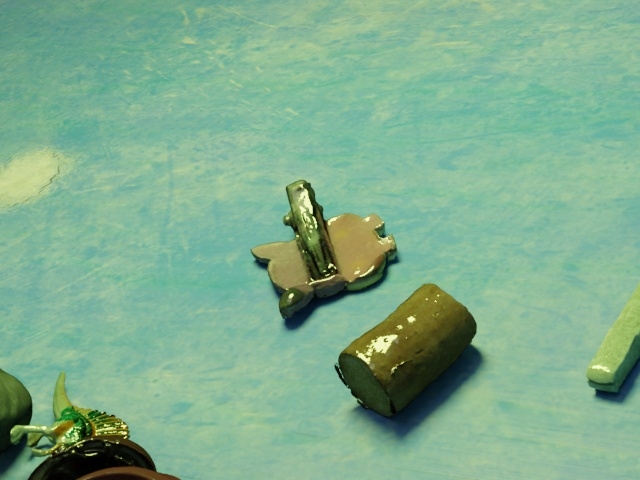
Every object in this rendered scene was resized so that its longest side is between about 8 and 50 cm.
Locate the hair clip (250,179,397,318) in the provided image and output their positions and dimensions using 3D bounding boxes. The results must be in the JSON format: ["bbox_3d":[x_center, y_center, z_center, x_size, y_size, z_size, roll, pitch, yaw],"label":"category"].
[{"bbox_3d":[0.002,0.006,1.557,0.146,0.056,0.187,-21,41,-5],"label":"hair clip"}]

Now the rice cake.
[{"bbox_3d":[0.288,0.076,1.310,0.033,0.029,0.171,4,40,38],"label":"rice cake"}]

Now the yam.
[{"bbox_3d":[0.082,0.100,1.339,0.127,0.084,0.084,-41,38,-25],"label":"yam"}]

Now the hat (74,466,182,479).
[{"bbox_3d":[-0.174,0.282,1.194,0.205,0.089,0.205,-11,42,10],"label":"hat"}]

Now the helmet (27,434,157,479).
[{"bbox_3d":[-0.205,0.224,1.302,0.123,0.098,0.070,-19,4,2],"label":"helmet"}]

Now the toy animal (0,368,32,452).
[{"bbox_3d":[-0.385,0.139,1.398,0.137,0.269,0.082,36,94,36],"label":"toy animal"}]

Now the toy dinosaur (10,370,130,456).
[{"bbox_3d":[-0.240,0.189,1.421,0.106,0.044,0.187,4,24,11],"label":"toy dinosaur"}]
